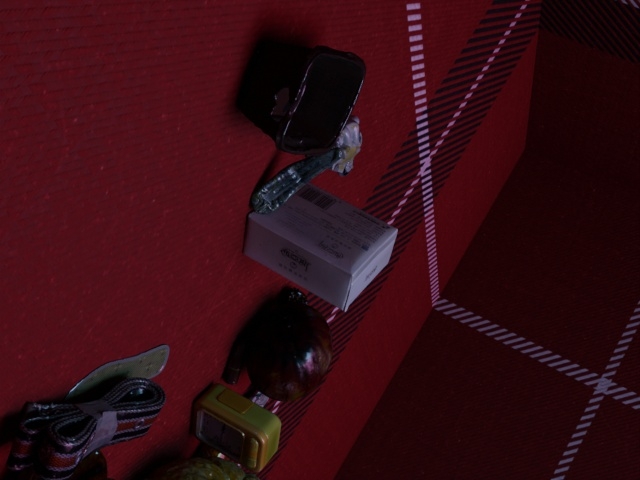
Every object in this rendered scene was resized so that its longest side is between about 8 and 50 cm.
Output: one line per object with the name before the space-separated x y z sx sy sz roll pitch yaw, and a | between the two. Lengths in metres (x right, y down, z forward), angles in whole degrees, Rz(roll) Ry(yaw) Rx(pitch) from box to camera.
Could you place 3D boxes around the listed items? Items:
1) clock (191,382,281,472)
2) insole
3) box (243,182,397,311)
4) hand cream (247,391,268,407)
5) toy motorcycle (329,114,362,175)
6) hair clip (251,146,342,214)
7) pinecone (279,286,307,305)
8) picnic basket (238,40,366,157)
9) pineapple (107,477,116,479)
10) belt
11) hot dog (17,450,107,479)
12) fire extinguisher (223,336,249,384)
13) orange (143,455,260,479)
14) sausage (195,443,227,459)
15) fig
clock | -0.201 0.444 2.122 0.096 0.202 0.143 -44 152 -44
insole | -0.389 0.269 1.728 0.322 0.007 0.109 -18 132 -62
box | -0.001 0.002 1.973 0.203 0.274 0.116 -43 155 -45
hand cream | -0.162 0.407 2.413 0.257 0.050 0.084 -48 152 -44
toy motorcycle | 0.049 -0.230 2.115 0.151 0.074 0.228 -67 159 1
hair clip | -0.050 -0.131 1.893 0.229 0.066 0.036 -33 -160 12
pinecone | -0.066 0.159 2.296 0.077 0.077 0.083 -60 -159 -9
picnic basket | -0.040 -0.284 1.741 0.297 0.129 0.223 -10 125 -66
pineapple | -0.433 0.542 1.868 0.074 0.074 0.159 -56 163 -21
belt | -0.400 0.327 1.587 0.359 0.126 0.094 -9 124 -65
hot dog | -0.469 0.436 1.594 0.161 0.099 0.227 -66 161 7
fire extinguisher | -0.199 0.286 2.175 0.056 0.039 0.132 -106 -146 -69
orange | -0.290 0.616 2.059 0.368 0.210 0.271 10 115 -43
sausage | -0.274 0.543 2.259 0.264 0.083 0.083 -57 159 -23
fig | -0.079 0.283 2.200 0.224 0.224 0.263 -28 150 -59
